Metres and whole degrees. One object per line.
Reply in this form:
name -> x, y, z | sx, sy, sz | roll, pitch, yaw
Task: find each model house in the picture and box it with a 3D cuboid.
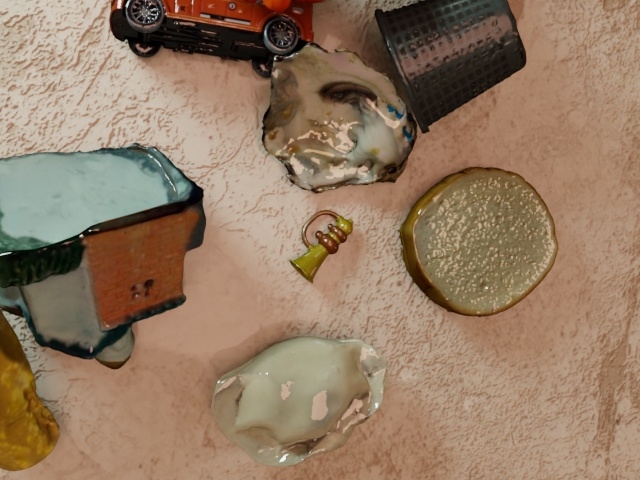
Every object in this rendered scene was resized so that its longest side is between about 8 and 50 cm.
model house -> -0.292, 0.047, 0.820 | 0.253, 0.184, 0.291 | -18, 131, -32

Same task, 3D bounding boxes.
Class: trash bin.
trash bin -> 0.174, -0.254, 0.845 | 0.161, 0.175, 0.175 | -24, 99, 13

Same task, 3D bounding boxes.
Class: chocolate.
chocolate -> -0.405, 0.112, 0.708 | 0.162, 0.162, 0.445 | -21, 134, -10

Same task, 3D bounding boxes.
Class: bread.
bread -> 0.233, 0.002, 0.959 | 0.236, 0.070, 0.236 | -1, 93, -12

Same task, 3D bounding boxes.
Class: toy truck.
toy truck -> -0.139, -0.295, 0.840 | 0.253, 0.107, 0.114 | 6, 84, -15

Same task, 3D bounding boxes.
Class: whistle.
whistle -> 0.000, 0.003, 0.934 | 0.109, 0.057, 0.046 | -51, 147, -13

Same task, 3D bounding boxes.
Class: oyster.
oyster -> 0.027, -0.166, 0.875 | 0.214, 0.083, 0.222 | -1, 131, -5

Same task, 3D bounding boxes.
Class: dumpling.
dumpling -> -0.022, 0.217, 0.890 | 0.250, 0.132, 0.162 | -14, 93, -10

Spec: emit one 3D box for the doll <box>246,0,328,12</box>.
doll -> 0.065, -0.346, 0.791 | 0.337, 0.200, 0.105 | -23, 125, -21
